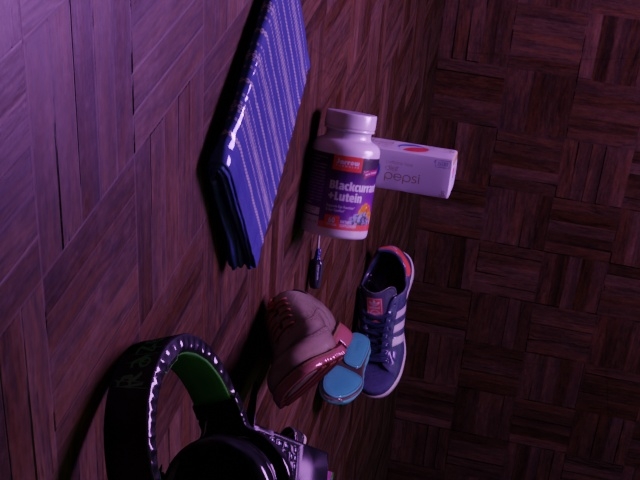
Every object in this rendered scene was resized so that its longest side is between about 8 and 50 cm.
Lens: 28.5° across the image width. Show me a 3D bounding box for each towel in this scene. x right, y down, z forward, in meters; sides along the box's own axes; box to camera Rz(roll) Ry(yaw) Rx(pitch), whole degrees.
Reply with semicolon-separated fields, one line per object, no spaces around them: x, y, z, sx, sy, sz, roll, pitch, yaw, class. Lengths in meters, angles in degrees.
-0.073;-0.157;1.527;0.243;0.040;0.336;81;19;-59;towel

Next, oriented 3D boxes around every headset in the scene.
-0.135;0.290;1.261;0.243;0.185;0.394;-55;129;-67;headset

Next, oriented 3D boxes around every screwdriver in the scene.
0.000;0.000;2.137;0.024;0.025;0.169;-43;143;-75;screwdriver

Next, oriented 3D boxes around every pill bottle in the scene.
0.034;-0.105;1.970;0.108;0.108;0.193;-34;133;-77;pill bottle

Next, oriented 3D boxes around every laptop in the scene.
-0.046;0.357;1.762;0.264;0.137;0.234;29;52;-36;laptop

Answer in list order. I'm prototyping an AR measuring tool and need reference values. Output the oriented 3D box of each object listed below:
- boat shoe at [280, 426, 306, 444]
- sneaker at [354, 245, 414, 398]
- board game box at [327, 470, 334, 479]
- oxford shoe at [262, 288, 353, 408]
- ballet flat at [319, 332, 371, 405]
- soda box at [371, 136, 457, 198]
-0.066;0.376;2.110;0.042;0.049;0.133;42;62;-46;boat shoe
0.129;0.176;2.838;0.148;0.131;0.350;51;44;-69;sneaker
-0.047;0.530;2.311;0.316;0.064;0.242;59;42;-76;board game box
-0.043;0.144;1.787;0.123;0.130;0.348;-40;180;5;oxford shoe
0.048;0.284;2.575;0.247;0.083;0.087;-60;172;-59;ballet flat
0.114;-0.126;2.084;0.074;0.216;0.069;-54;152;-69;soda box
